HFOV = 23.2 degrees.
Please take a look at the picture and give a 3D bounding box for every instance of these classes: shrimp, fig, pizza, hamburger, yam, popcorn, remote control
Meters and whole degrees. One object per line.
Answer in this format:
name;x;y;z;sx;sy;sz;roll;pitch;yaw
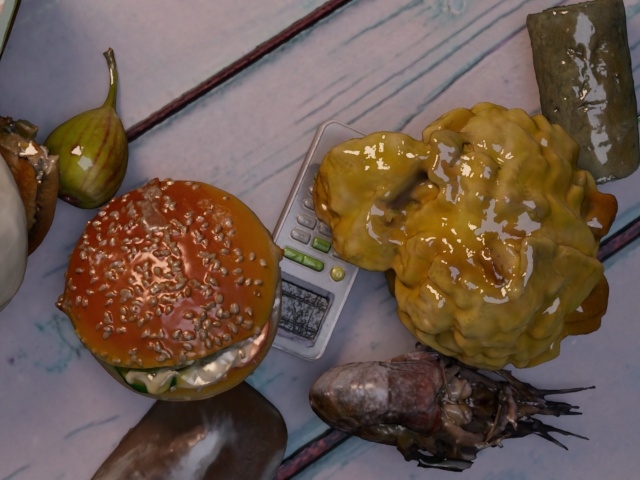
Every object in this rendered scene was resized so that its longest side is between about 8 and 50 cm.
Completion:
shrimp;0.152;0.175;1.663;0.343;0.145;0.116;7;58;-22
fig;-0.227;-0.114;1.584;0.093;0.093;0.166;22;91;-12
pizza;-0.330;-0.082;1.565;0.052;0.185;0.195;-29;72;-42
hamburger;-0.144;0.047;1.573;0.237;0.147;0.237;0;82;-4
yam;0.287;-0.160;1.678;0.107;0.107;0.194;-11;97;-11
popcorn;0.156;-0.018;1.588;0.332;0.225;0.265;28;82;-3
remote control;0.000;0.000;1.667;0.103;0.034;0.250;24;89;-12

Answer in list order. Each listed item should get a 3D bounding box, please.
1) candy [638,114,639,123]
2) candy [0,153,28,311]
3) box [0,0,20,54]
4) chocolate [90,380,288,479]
candy;0.412;-0.176;1.735;0.202;0.061;0.061;-35;100;2
candy;-0.481;-0.018;1.422;0.427;0.186;0.386;10;126;-11
box;-0.376;-0.249;1.490;0.177;0.195;0.148;17;91;-13
chocolate;-0.143;0.260;1.631;0.157;0.080;0.254;39;86;-12
